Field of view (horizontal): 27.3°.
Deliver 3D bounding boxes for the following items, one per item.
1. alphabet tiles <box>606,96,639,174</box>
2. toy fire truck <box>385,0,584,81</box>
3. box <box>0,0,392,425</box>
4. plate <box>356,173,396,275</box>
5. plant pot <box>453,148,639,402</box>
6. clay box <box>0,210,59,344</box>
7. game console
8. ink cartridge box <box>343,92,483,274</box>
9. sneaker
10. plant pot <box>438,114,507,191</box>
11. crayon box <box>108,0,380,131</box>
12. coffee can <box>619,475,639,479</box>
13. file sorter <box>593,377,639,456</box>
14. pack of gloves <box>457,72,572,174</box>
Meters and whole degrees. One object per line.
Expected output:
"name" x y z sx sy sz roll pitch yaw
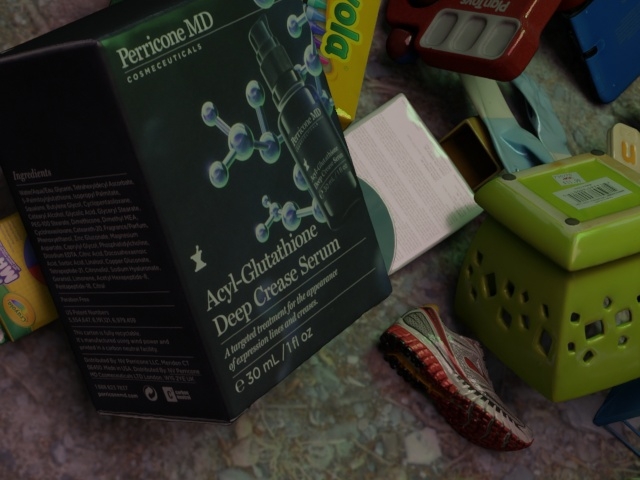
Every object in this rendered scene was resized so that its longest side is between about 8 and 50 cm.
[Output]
"alphabet tiles" 0.503 -0.061 1.821 0.284 0.021 0.278 16 65 -29
"toy fire truck" 0.197 -0.329 1.694 0.169 0.302 0.254 43 76 -38
"box" -0.134 -0.054 1.372 0.293 0.212 0.395 -36 114 -44
"plate" 0.000 0.000 1.620 0.188 0.024 0.188 2 81 -9
"plant pot" 0.312 0.027 1.578 0.228 0.227 0.207 -15 123 -24
"clay box" -0.300 0.020 1.469 0.222 0.053 0.127 -29 96 -17
"game console" 0.393 -0.377 1.919 0.293 0.173 0.250 -43 121 -27
"ink cartridge box" 0.062 -0.050 1.676 0.232 0.066 0.189 -34 86 -6
"sneaker" 0.181 0.167 1.613 0.225 0.088 0.093 46 61 -1
"plant pot" 0.216 -0.121 1.734 0.083 0.081 0.081 -29 83 -39
"crayon box" -0.084 -0.325 1.649 0.313 0.106 0.363 20 58 -12
"coffee can" 0.507 0.361 1.607 0.275 0.201 0.201 -8 75 -23
"file sorter" 0.452 0.203 1.661 0.104 0.170 0.118 42 63 -7
"pack of gloves" 0.288 -0.145 1.732 0.195 0.046 0.232 -2 63 -49
